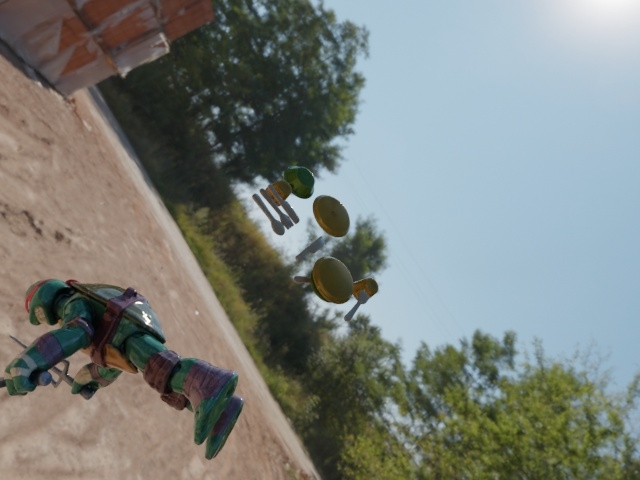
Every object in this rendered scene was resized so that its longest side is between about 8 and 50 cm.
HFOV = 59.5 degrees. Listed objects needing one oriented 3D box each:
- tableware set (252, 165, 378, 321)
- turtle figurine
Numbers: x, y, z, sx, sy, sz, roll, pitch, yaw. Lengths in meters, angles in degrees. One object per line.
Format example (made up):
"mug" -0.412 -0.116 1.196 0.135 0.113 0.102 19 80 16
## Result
"tableware set" 0.000 0.000 0.544 0.154 0.104 0.024 52 -48 -3
"turtle figurine" -0.179 0.094 0.459 0.234 0.118 0.175 22 -12 11
